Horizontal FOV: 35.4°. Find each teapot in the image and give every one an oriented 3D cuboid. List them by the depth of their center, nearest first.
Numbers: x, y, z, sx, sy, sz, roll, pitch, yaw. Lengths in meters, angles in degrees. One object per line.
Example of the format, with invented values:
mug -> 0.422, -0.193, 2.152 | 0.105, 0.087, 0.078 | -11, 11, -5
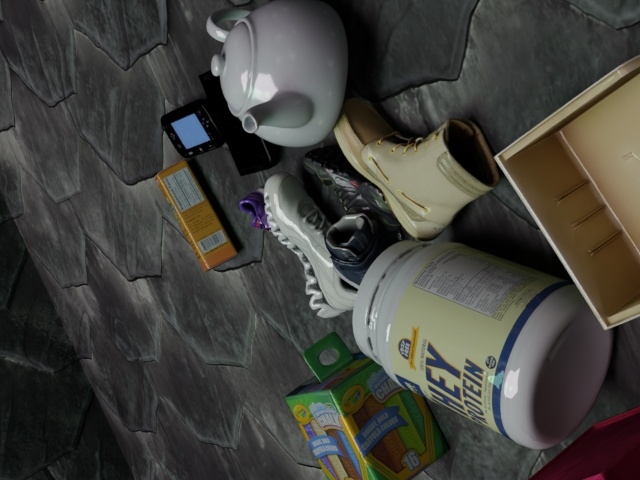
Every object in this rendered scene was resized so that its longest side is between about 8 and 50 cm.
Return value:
teapot -> -0.081, -0.271, 1.572 | 0.256, 0.187, 0.253 | 170, 102, -69

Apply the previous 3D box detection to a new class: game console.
game console -> -0.210, -0.220, 1.984 | 0.361, 0.044, 0.213 | -9, 106, 56

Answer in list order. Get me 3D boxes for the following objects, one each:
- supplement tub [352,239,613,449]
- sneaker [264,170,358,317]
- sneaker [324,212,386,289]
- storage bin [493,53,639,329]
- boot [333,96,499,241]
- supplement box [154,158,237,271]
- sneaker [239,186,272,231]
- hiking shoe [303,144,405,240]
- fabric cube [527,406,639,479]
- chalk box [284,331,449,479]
supplement tub -> 0.230, 0.137, 1.459 | 0.324, 0.235, 0.236 | 21, 130, 42
sneaker -> 0.000, 0.000, 1.819 | 0.118, 0.110, 0.292 | -15, 108, 47
sneaker -> 0.102, 0.044, 1.650 | 0.226, 0.086, 0.163 | 28, 159, 23
storage bin -> 0.390, -0.065, 1.203 | 0.262, 0.123, 0.260 | 59, 148, 5
boot -> 0.140, -0.143, 1.512 | 0.262, 0.095, 0.203 | 55, 147, 6
supplement box -> -0.267, -0.053, 2.141 | 0.233, 0.080, 0.078 | 63, 165, 1
sneaker -> -0.093, -0.032, 1.938 | 0.170, 0.071, 0.068 | 38, 141, 30
hiking shoe -> 0.052, -0.079, 1.689 | 0.227, 0.086, 0.114 | 32, 134, 36
fabric cube -> 0.442, 0.386, 1.348 | 0.258, 0.254, 0.259 | 56, 147, 8
chalk box -> 0.071, 0.313, 1.870 | 0.179, 0.180, 0.289 | -21, 98, 57
